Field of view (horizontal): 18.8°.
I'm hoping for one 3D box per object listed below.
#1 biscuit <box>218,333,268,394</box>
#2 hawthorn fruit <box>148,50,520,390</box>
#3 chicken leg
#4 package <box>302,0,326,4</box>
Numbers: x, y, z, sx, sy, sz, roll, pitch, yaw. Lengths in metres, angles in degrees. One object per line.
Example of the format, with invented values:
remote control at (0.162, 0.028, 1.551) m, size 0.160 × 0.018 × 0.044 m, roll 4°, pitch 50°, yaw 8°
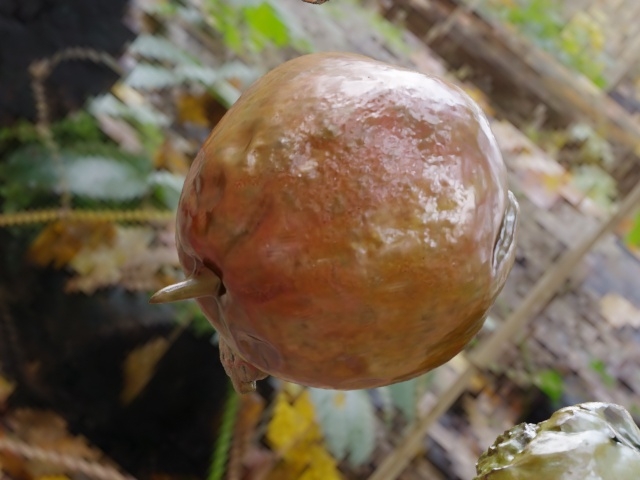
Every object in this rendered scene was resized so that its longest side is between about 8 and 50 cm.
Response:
biscuit at (-0.074, 0.071, 1.701) m, size 0.019 × 0.130 × 0.119 m, roll -6°, pitch 4°, yaw -20°
hawthorn fruit at (0.000, 0.000, 1.524) m, size 0.277 × 0.298 × 0.277 m, roll 46°, pitch -30°, yaw 38°
chicken leg at (0.323, 0.272, 1.830) m, size 0.429 × 0.201 × 0.153 m, roll 18°, pitch -27°, yaw -23°
package at (0.087, -0.229, 1.647) m, size 0.083 × 0.200 × 0.022 m, roll -169°, pitch -116°, yaw -75°
